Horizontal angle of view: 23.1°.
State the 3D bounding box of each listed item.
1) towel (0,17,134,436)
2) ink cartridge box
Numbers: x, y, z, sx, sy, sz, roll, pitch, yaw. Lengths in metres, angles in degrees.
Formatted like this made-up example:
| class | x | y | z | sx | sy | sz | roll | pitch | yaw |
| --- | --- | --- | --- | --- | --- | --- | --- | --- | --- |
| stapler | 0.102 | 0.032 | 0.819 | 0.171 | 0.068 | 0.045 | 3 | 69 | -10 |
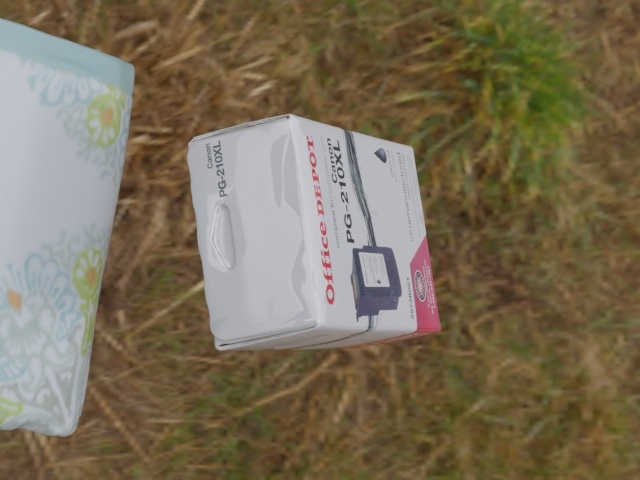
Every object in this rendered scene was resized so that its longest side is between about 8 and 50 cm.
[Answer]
| class | x | y | z | sx | sy | sz | roll | pitch | yaw |
| --- | --- | --- | --- | --- | --- | --- | --- | --- | --- |
| towel | -0.310 | -0.024 | 1.183 | 0.374 | 0.090 | 0.320 | 14 | 86 | -47 |
| ink cartridge box | 0.000 | 0.000 | 1.303 | 0.237 | 0.100 | 0.172 | 7 | 73 | -62 |
